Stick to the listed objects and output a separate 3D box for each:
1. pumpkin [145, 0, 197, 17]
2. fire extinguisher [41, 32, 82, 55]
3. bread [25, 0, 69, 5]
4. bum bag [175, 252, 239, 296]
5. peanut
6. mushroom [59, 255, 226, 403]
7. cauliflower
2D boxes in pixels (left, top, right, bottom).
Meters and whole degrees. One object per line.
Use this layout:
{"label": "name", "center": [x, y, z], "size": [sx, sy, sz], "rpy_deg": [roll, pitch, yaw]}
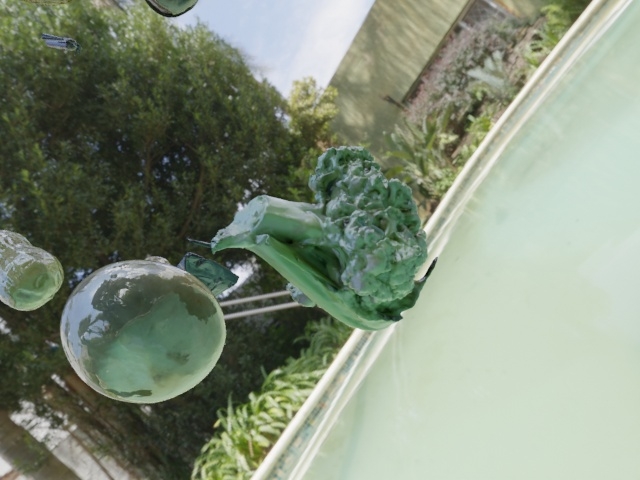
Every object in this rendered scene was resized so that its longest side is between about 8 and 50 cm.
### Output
{"label": "pumpkin", "center": [-0.394, -0.661, 1.228], "size": [0.163, 0.233, 0.233], "rpy_deg": [-44, -6, -2]}
{"label": "fire extinguisher", "center": [-0.518, -0.398, 1.001], "size": [0.032, 0.100, 0.046], "rpy_deg": [-63, -29, -20]}
{"label": "bread", "center": [-0.773, -0.729, 1.318], "size": [0.253, 0.142, 0.227], "rpy_deg": [4, -17, -42]}
{"label": "bum bag", "center": [-0.283, 0.106, 1.073], "size": [0.248, 0.123, 0.060], "rpy_deg": [-39, 20, 29]}
{"label": "peanut", "center": [-0.577, 0.053, 0.958], "size": [0.124, 0.257, 0.123], "rpy_deg": [-27, -52, -41]}
{"label": "mushroom", "center": [-0.233, 0.103, 0.685], "size": [0.207, 0.207, 0.215], "rpy_deg": [-54, 24, 22]}
{"label": "cauliflower", "center": [0.000, 0.000, 0.636], "size": [0.238, 0.315, 0.256], "rpy_deg": [-68, 24, 18]}
